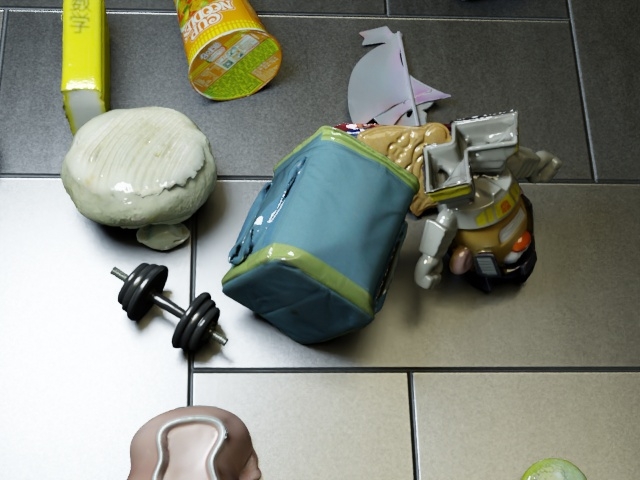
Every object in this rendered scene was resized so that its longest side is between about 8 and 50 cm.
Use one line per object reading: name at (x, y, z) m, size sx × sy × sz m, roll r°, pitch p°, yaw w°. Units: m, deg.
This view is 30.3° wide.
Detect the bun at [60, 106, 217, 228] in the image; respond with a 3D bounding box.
bun at (-0.284, -0.103, 1.842) m, size 0.239 × 0.141 × 0.239 m, roll 0°, pitch 42°, yaw 0°

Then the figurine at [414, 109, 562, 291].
figurine at (0.249, -0.049, 1.795) m, size 0.309 × 0.308 × 0.143 m, roll -20°, pitch 46°, yaw -14°

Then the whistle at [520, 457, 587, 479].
whistle at (0.298, 0.391, 1.703) m, size 0.198 × 0.057 × 0.104 m, roll -30°, pitch 75°, yaw -9°

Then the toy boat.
toy boat at (0.105, -0.234, 1.987) m, size 0.219 × 0.072 × 0.318 m, roll -23°, pitch 64°, yaw -18°

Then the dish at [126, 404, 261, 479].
dish at (-0.182, 0.322, 1.674) m, size 0.213 × 0.090 × 0.213 m, roll 2°, pitch 63°, yaw -3°

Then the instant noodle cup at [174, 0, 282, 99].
instant noodle cup at (-0.167, -0.357, 1.985) m, size 0.168 × 0.168 × 0.185 m, roll -15°, pitch 58°, yaw -12°

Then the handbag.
handbag at (0.000, 0.000, 1.757) m, size 0.222 × 0.263 × 0.241 m, roll 31°, pitch 63°, yaw -14°

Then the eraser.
eraser at (-0.382, -0.295, 1.926) m, size 0.069 × 0.158 × 0.226 m, roll -4°, pitch 64°, yaw -4°

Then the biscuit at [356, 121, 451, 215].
biscuit at (0.170, -0.119, 1.895) m, size 0.250 × 0.035 × 0.162 m, roll 21°, pitch 100°, yaw -16°

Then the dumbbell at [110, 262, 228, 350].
dumbbell at (-0.228, 0.099, 1.776) m, size 0.208 × 0.099 × 0.099 m, roll 31°, pitch 66°, yaw 9°

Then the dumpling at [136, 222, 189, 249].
dumpling at (-0.248, -0.014, 1.864) m, size 0.077 × 0.043 × 0.059 m, roll -22°, pitch 49°, yaw 3°
